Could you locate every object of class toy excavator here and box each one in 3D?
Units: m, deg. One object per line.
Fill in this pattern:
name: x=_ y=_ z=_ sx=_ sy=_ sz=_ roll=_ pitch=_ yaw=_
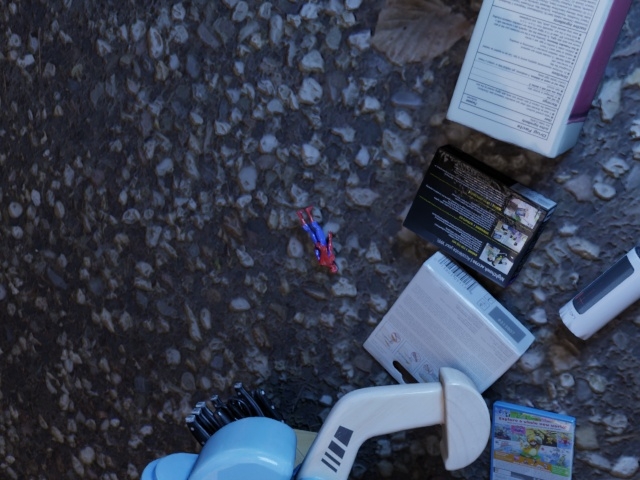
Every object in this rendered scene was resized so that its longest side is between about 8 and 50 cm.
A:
toy excavator: x=-0.027 y=0.341 z=1.100 sx=0.433 sy=0.222 sz=0.445 roll=22 pitch=98 yaw=-1

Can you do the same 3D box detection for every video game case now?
video game case: x=0.313 y=0.329 z=1.140 sx=0.119 sy=0.015 sz=0.166 roll=7 pitch=106 yaw=31

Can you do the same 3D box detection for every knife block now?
knife block: x=-0.104 y=0.380 z=1.256 sx=0.088 sy=0.242 sz=0.276 roll=-32 pitch=55 yaw=33

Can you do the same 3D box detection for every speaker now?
speaker: x=0.382 y=0.071 z=1.009 sx=0.055 sy=0.055 sz=0.136 roll=49 pitch=122 yaw=12

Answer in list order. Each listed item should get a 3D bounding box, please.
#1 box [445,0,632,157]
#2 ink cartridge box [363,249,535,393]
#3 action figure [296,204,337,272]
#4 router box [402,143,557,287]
box: x=0.276 y=-0.240 z=0.951 sx=0.148 sy=0.127 sz=0.232 roll=26 pitch=115 yaw=23
ink cartridge box: x=0.186 y=0.152 z=1.165 sx=0.189 sy=0.066 sz=0.232 roll=45 pitch=142 yaw=14
action figure: x=0.000 y=0.000 z=1.240 sx=0.038 sy=0.030 sz=0.115 roll=-19 pitch=97 yaw=39
router box: x=0.220 y=-0.036 z=1.085 sx=0.179 sy=0.046 sz=0.133 roll=34 pitch=118 yaw=21
